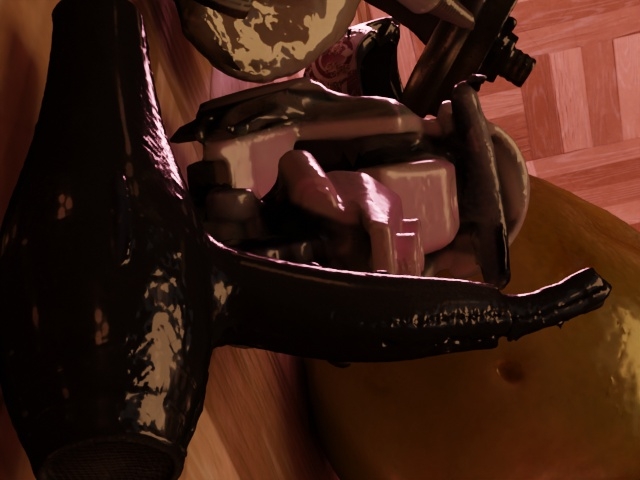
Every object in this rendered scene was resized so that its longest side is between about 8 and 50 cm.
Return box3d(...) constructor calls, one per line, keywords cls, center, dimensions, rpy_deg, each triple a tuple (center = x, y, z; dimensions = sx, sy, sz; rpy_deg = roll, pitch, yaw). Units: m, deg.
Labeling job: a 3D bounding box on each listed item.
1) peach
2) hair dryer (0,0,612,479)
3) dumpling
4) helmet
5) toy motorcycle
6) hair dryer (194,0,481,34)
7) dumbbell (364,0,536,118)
box3d(cls="peach", center=(0.127, 0.088, 0.898), dimensions=(0.314, 0.281, 0.315), rpy_deg=(3, 39, -47))
box3d(cls="hair dryer", center=(0.000, 0.000, 0.410), dimensions=(0.075, 0.219, 0.195), rpy_deg=(116, -25, -47))
box3d(cls="dumpling", center=(-0.025, -0.215, 0.720), dimensions=(0.142, 0.172, 0.247), rpy_deg=(2, -96, 56))
box3d(cls="helmet", center=(0.031, -0.148, 1.234), dimensions=(0.177, 0.107, 0.153), rpy_deg=(-49, 132, -57))
box3d(cls="toy motorcycle", center=(0.018, -0.014, 0.597), dimensions=(0.327, 0.188, 0.143), rpy_deg=(-54, 138, -80))
box3d(cls="hair dryer", center=(0.031, -0.178, 0.645), dimensions=(0.155, 0.183, 0.044), rpy_deg=(-66, -150, 17))
box3d(cls="dumbbell", center=(0.061, -0.222, 1.037), dimensions=(0.192, 0.290, 0.192), rpy_deg=(-59, 178, -4))
